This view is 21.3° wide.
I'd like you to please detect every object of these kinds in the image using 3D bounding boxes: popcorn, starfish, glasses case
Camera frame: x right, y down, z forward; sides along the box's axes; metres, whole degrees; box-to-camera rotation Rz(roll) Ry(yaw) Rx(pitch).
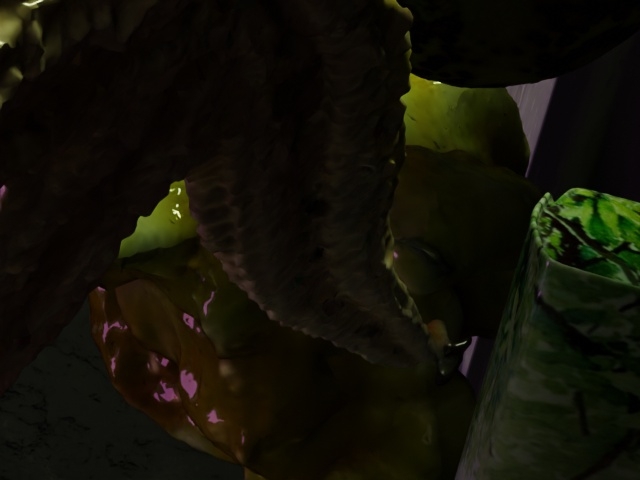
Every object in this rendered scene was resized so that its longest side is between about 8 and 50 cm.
[{"bbox_3d":[0.011,0.003,0.905,0.290,0.321,0.325,-56,7,-27],"label":"popcorn"},{"bbox_3d":[-0.010,-0.021,0.476,0.398,0.132,0.384,-42,-21,-36],"label":"starfish"},{"bbox_3d":[0.062,0.123,0.568,0.095,0.062,0.272,-72,-3,-72],"label":"glasses case"}]

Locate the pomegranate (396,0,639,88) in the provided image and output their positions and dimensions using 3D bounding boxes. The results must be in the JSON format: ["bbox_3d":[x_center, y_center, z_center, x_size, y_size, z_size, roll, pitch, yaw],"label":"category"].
[{"bbox_3d":[0.099,-0.173,0.722,0.222,0.276,0.204,-55,46,21],"label":"pomegranate"}]
